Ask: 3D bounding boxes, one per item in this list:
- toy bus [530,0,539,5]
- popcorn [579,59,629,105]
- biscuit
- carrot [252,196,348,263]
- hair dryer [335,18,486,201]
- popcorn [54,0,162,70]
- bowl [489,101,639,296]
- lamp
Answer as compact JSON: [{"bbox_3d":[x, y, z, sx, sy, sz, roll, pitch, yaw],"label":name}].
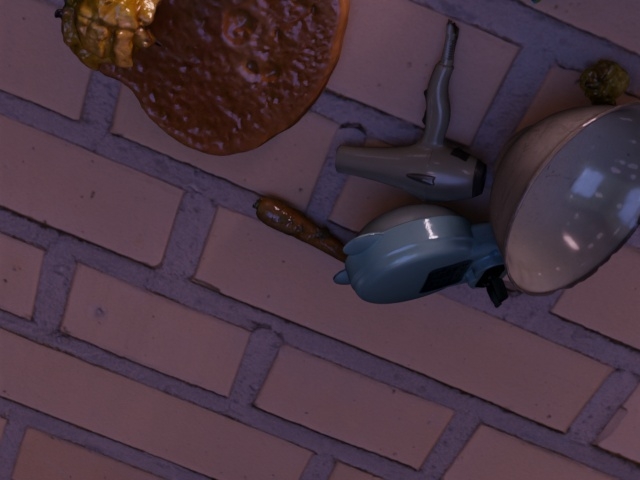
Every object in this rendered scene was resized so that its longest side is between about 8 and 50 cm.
[{"bbox_3d":[0.279,-0.363,1.216,0.083,0.031,0.037,43,128,-16],"label":"toy bus"},{"bbox_3d":[0.402,-0.216,1.268,0.068,0.059,0.083,0,130,10],"label":"popcorn"},{"bbox_3d":[-0.148,-0.316,1.301,0.365,0.062,0.385,36,120,-10],"label":"biscuit"},{"bbox_3d":[0.000,0.000,1.483,0.254,0.049,0.049,31,122,-13],"label":"carrot"},{"bbox_3d":[0.119,-0.179,1.348,0.229,0.092,0.267,-8,106,22],"label":"hair dryer"},{"bbox_3d":[-0.289,-0.312,1.223,0.152,0.148,0.167,1,145,-27],"label":"popcorn"},{"bbox_3d":[0.337,-0.084,1.287,0.313,0.146,0.313,-23,133,-27],"label":"bowl"},{"bbox_3d":[0.169,0.023,1.393,0.284,0.147,0.209,6,157,-3],"label":"lamp"}]
